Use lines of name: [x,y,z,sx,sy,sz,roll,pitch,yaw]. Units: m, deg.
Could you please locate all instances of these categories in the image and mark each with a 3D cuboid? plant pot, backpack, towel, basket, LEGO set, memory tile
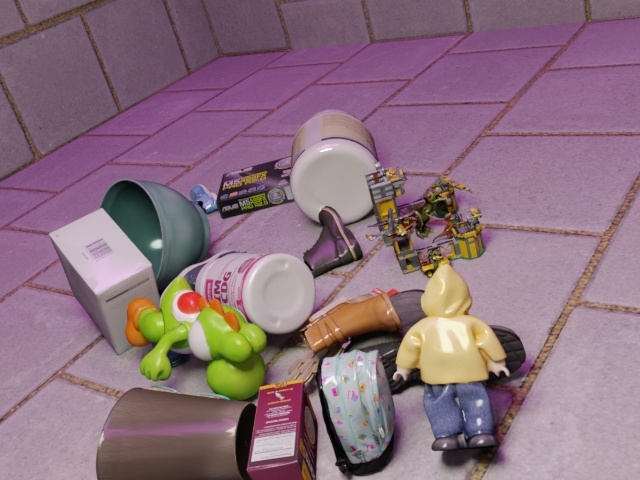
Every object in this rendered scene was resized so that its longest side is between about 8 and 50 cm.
plant pot: [-0.406,-0.012,1.840,0.293,0.293,0.196,10,11,41]
backpack: [0.057,0.257,1.147,0.115,0.182,0.152,-15,27,4]
towel: [-0.326,0.234,1.569,0.067,0.029,0.119,-23,27,-13]
basket: [-0.222,0.335,1.204,0.227,0.154,0.204,-4,30,17]
LEGO set: [0.228,-0.082,1.659,0.255,0.192,0.331,-13,28,8]
memory tile: [-0.009,0.226,1.349,0.148,0.012,0.113,-39,13,17]

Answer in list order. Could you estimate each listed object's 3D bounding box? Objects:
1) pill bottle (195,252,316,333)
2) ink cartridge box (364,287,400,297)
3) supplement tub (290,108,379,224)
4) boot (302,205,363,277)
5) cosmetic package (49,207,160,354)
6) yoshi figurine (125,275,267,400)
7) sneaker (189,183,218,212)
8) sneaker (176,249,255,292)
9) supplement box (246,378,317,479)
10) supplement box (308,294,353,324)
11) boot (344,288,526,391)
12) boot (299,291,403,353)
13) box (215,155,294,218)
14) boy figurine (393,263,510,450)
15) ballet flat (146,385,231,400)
pill bottle: [-0.147,0.105,1.520,0.160,0.160,0.283,-33,16,-28]
ink cartridge box: [0.123,0.127,1.510,0.115,0.029,0.063,-30,30,-23]
supplement tub: [0.037,-0.208,1.951,0.235,0.235,0.325,-14,28,6]
boot: [0.000,0.000,1.750,0.137,0.077,0.198,-27,37,-8]
cosmetic package: [-0.472,0.092,1.632,0.138,0.224,0.224,-30,55,-27]
yoshi figurine: [-0.231,0.212,1.422,0.362,0.203,0.203,9,64,49]
sneaker: [-0.366,-0.124,2.211,0.073,0.063,0.162,-33,31,-21]
sneaker: [-0.233,0.094,1.711,0.163,0.086,0.226,8,35,44]
supplement box: [-0.056,0.327,1.166,0.081,0.104,0.188,-12,28,8]
supplement box: [0.030,0.162,1.464,0.098,0.062,0.036,-32,30,-24]
boot: [0.194,0.159,1.317,0.338,0.118,0.222,-9,27,18]
boot: [0.051,0.152,1.268,0.152,0.073,0.197,-25,4,-14]
box: [-0.169,-0.167,2.180,0.270,0.060,0.216,-13,28,7]
boy figurine: [0.198,0.181,1.129,0.177,0.092,0.285,-12,71,15]
ballet flat: [-0.257,0.314,1.347,0.206,0.073,0.067,-3,50,33]
